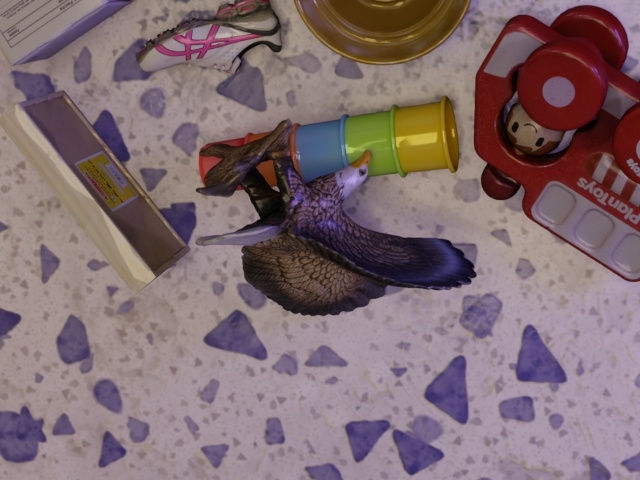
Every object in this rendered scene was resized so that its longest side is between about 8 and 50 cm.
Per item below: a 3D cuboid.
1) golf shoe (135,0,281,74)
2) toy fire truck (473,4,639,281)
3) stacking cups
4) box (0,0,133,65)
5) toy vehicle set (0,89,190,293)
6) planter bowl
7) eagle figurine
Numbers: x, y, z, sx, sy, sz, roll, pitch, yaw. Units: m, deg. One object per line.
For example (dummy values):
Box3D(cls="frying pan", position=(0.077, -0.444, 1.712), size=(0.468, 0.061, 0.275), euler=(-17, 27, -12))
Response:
Box3D(cls="golf shoe", position=(-0.138, -0.238, 1.832), size=(0.186, 0.067, 0.086), euler=(-20, 98, 13))
Box3D(cls="toy fire truck", position=(0.309, -0.113, 1.739), size=(0.302, 0.169, 0.254), euler=(31, 123, 4))
Box3D(cls="stacking cups", position=(0.008, -0.114, 1.828), size=(0.316, 0.096, 0.096), euler=(-5, 100, 16))
Box3D(cls="box", position=(-0.361, -0.352, 1.820), size=(0.148, 0.127, 0.232), euler=(-31, 94, 14))
Box3D(cls="toy vehicle set", position=(-0.276, -0.065, 1.840), size=(0.035, 0.166, 0.267), euler=(-38, 92, 15))
Box3D(cls="planter bowl", position=(0.075, -0.323, 1.759), size=(0.217, 0.090, 0.217), euler=(2, 109, 5))
Box3D(cls="eagle figurine", position=(0.009, -0.007, 1.731), size=(0.225, 0.226, 0.298), euler=(-36, 109, 10))
